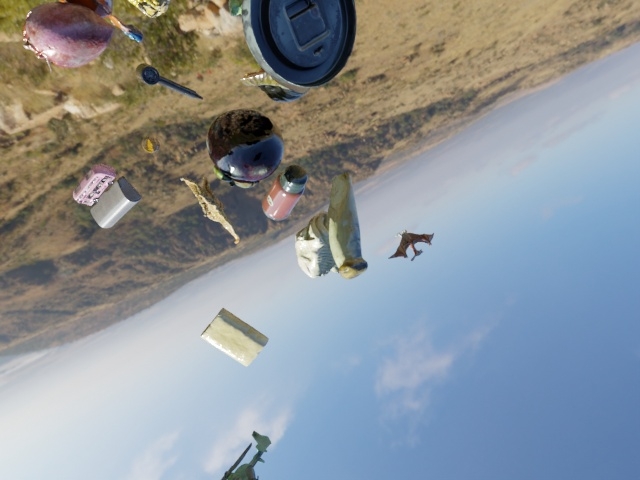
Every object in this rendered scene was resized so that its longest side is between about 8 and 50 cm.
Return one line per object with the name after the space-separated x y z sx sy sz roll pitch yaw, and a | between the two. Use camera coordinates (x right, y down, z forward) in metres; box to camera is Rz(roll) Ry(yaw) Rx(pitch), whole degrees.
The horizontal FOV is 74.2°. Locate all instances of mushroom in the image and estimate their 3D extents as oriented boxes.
0.071 -0.049 1.262 0.087 0.334 0.107 -18 162 36 | mushroom

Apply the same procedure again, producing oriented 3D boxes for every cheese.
-0.718 -0.756 1.350 0.129 0.216 0.329 -53 151 3 | cheese

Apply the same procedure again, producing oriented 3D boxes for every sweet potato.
-0.738 -0.418 1.838 0.077 0.077 0.243 -29 -157 -13 | sweet potato

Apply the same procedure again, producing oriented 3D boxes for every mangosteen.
-0.282 -0.347 1.620 0.300 0.301 0.300 -29 179 0 | mangosteen

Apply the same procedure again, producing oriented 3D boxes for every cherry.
-0.738 -0.609 1.256 0.249 0.175 0.192 -14 171 -5 | cherry

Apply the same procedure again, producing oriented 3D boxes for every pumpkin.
-0.147 -0.611 1.501 0.139 0.190 0.280 2 179 30 | pumpkin

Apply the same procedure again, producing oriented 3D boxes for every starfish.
-0.452 -0.159 1.684 0.084 0.294 0.301 -38 141 1 | starfish

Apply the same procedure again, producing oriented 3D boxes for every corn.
-0.545 -0.731 1.145 0.106 0.293 0.106 -47 -165 17 | corn

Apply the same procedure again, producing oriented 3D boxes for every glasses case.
-0.537 -0.095 1.102 0.190 0.072 0.042 -26 -166 40 | glasses case

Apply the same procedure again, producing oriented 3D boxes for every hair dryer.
-0.559 -0.590 1.602 0.255 0.070 0.128 15 -165 -34 | hair dryer

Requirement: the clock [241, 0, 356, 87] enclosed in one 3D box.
-0.045 -0.537 1.032 0.312 0.313 0.061 -29 -148 -26 | clock

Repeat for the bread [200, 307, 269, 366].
-0.262 0.297 1.305 0.139 0.178 0.060 -48 -170 26 | bread

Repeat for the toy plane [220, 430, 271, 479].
-0.191 0.591 1.063 0.235 0.096 0.060 -44 148 -50 | toy plane

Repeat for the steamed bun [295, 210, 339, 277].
0.000 0.000 1.764 0.267 0.207 0.281 -27 135 -42 | steamed bun

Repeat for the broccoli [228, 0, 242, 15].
-0.265 -1.021 1.833 0.268 0.254 0.269 -17 158 -7 | broccoli

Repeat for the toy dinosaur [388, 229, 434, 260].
0.289 0.012 1.361 0.220 0.108 0.032 -25 155 -27 | toy dinosaur

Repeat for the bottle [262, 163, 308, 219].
-0.155 -0.216 1.893 0.143 0.144 0.336 -29 173 -29 | bottle

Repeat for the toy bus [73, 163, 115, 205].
-0.912 -0.226 1.709 0.203 0.063 0.090 -39 151 23 | toy bus
